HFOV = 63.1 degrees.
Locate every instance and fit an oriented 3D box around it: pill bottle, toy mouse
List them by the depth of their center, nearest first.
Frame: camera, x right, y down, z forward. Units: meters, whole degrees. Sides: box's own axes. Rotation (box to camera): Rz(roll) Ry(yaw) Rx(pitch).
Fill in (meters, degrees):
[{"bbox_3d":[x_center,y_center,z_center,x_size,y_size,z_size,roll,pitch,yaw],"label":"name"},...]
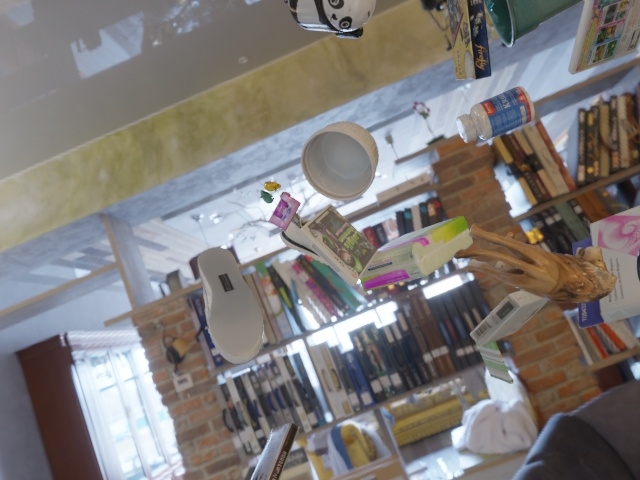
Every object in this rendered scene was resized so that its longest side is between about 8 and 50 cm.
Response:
[{"bbox_3d":[0.564,-0.402,1.695,0.221,0.124,0.124,-23,-10,6],"label":"pill bottle"},{"bbox_3d":[-0.167,-0.159,1.926,0.161,0.031,0.143,10,-35,6],"label":"toy mouse"}]

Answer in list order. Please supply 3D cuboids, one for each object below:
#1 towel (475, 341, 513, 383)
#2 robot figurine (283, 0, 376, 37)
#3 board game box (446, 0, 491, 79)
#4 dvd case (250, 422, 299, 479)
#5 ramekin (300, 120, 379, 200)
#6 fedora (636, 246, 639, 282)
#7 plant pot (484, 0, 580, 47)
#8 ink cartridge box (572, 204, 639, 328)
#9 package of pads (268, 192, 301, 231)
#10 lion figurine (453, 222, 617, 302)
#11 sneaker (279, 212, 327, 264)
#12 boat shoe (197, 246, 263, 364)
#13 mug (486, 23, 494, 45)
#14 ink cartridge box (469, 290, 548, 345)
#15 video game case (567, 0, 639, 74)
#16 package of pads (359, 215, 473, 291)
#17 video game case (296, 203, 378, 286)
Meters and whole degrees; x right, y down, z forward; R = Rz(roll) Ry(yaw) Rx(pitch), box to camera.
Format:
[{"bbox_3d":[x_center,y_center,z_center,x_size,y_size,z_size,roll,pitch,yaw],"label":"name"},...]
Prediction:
[{"bbox_3d":[0.560,0.381,1.680,0.023,0.152,0.113,-26,7,-17],"label":"towel"},{"bbox_3d":[0.021,-0.652,1.407,0.209,0.174,0.278,-7,23,-41],"label":"robot figurine"},{"bbox_3d":[0.368,-0.530,1.305,0.042,0.243,0.165,-12,17,1],"label":"board game box"},{"bbox_3d":[-0.130,0.561,1.246,0.239,0.029,0.179,-65,8,-30],"label":"dvd case"},{"bbox_3d":[0.060,-0.222,1.406,0.207,0.207,0.109,-30,17,37],"label":"ramekin"},{"bbox_3d":[0.661,0.058,0.765,0.152,0.334,0.334,-44,-3,-20],"label":"fedora"},{"bbox_3d":[0.637,-0.776,1.457,0.334,0.341,0.341,-21,-9,15],"label":"plant pot"},{"bbox_3d":[0.863,0.060,1.473,0.071,0.324,0.330,35,-41,-25],"label":"ink cartridge box"},{"bbox_3d":[-0.087,-0.069,1.267,0.083,0.050,0.032,-60,-4,6],"label":"package of pads"},{"bbox_3d":[0.465,0.066,1.111,0.392,0.240,0.142,-4,-64,-48],"label":"lion figurine"},{"bbox_3d":[0.000,0.000,1.500,0.235,0.090,0.095,22,-69,-33],"label":"sneaker"},{"bbox_3d":[-0.234,0.189,1.317,0.135,0.367,0.157,-14,-47,-19],"label":"boat shoe"},{"bbox_3d":[0.523,-0.652,1.682,0.062,0.064,0.078,27,-54,-29],"label":"mug"},{"bbox_3d":[0.584,0.226,1.587,0.232,0.066,0.189,-10,-40,-46],"label":"ink cartridge box"},{"bbox_3d":[0.522,-0.388,0.929,0.143,0.019,0.157,-21,-40,-8],"label":"video game case"},{"bbox_3d":[0.260,0.039,1.466,0.229,0.101,0.296,-21,2,45],"label":"package of pads"},{"bbox_3d":[0.047,0.005,1.223,0.022,0.173,0.190,-45,0,30],"label":"video game case"}]
